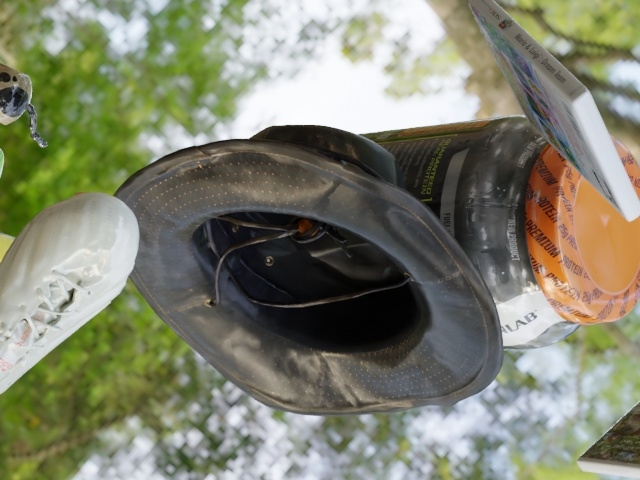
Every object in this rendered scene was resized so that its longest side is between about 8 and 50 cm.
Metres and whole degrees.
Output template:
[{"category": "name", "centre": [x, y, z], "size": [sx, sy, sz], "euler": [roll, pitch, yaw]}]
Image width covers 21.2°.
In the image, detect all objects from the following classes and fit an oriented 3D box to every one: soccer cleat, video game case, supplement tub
[{"category": "soccer cleat", "centre": [-0.175, 0.046, 0.993], "size": [0.196, 0.068, 0.076], "euler": [-39, -161, 30]}, {"category": "video game case", "centre": [0.178, -0.101, 1.292], "size": [0.019, 0.157, 0.143], "euler": [-37, -131, -1]}, {"category": "video game case", "centre": [0.424, 0.228, 2.085], "size": [0.173, 0.022, 0.190], "euler": [-38, -167, -22]}, {"category": "supplement tub", "centre": [0.112, -0.003, 1.545], "size": [0.338, 0.207, 0.207], "euler": [-4, -134, 40]}]

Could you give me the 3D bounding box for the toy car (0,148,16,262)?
[{"category": "toy car", "centre": [-0.279, -0.005, 1.315], "size": [0.239, 0.053, 0.225], "euler": [-65, 171, -57]}]

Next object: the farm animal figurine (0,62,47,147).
[{"category": "farm animal figurine", "centre": [-0.460, -0.156, 1.592], "size": [0.330, 0.327, 0.172], "euler": [-30, -165, -10]}]

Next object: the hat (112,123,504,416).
[{"category": "hat", "centre": [0.000, 0.000, 1.359], "size": [0.331, 0.331, 0.134], "euler": [-24, -144, 40]}]
